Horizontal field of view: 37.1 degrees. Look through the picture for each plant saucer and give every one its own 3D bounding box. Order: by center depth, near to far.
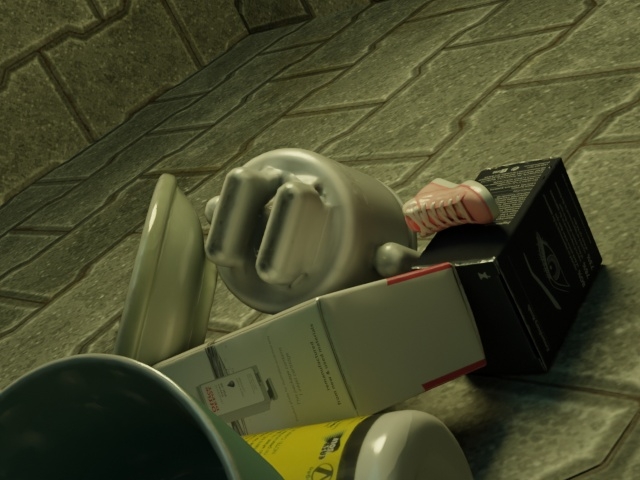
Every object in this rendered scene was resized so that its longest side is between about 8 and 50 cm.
[{"bbox_3d":[-0.200,0.119,1.198,0.101,0.400,0.400,13,23,-8],"label":"plant saucer"}]

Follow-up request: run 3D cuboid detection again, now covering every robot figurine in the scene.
[{"bbox_3d":[0.000,0.000,1.207,0.300,0.199,0.353,21,3,26],"label":"robot figurine"}]

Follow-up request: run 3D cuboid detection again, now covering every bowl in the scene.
[{"bbox_3d":[-0.121,0.243,0.655,0.312,0.163,0.311,-11,70,31],"label":"bowl"}]

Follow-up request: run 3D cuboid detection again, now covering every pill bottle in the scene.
[{"bbox_3d":[-0.045,0.259,0.818,0.334,0.188,0.188,-16,25,29],"label":"pill bottle"}]

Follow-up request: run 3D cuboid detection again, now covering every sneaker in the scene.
[{"bbox_3d":[0.133,-0.029,1.018,0.070,0.051,0.134,-36,19,-13],"label":"sneaker"}]

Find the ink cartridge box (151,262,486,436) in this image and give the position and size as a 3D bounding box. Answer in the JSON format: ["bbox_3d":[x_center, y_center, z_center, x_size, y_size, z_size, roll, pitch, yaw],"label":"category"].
[{"bbox_3d":[-0.008,0.129,0.988,0.207,0.117,0.283,-13,-9,-45],"label":"ink cartridge box"}]

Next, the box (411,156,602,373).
[{"bbox_3d":[0.214,0.027,1.069,0.108,0.153,0.207,-7,29,41],"label":"box"}]
